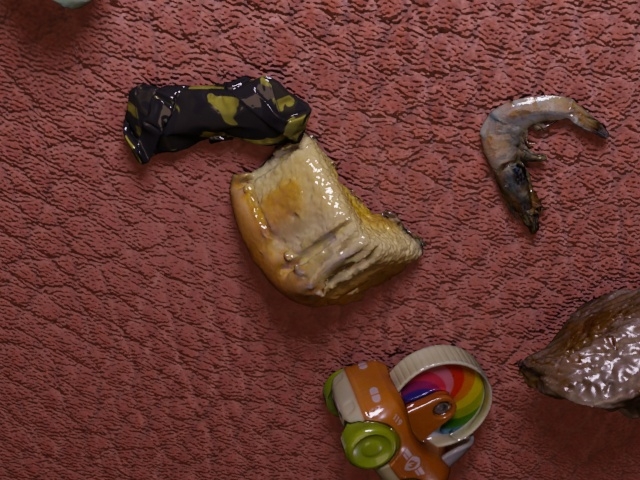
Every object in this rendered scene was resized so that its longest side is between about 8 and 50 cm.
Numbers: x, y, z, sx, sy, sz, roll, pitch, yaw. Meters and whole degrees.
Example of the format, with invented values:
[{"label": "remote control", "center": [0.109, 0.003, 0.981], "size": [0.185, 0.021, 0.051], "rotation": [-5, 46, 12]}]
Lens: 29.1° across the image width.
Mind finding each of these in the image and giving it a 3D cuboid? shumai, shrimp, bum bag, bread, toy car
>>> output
[{"label": "shumai", "center": [0.402, 0.176, 1.591], "size": [0.218, 0.184, 0.185], "rotation": [-38, 106, -15]}, {"label": "shrimp", "center": [0.282, -0.095, 1.497], "size": [0.148, 0.035, 0.195], "rotation": [-17, 123, 13]}, {"label": "bum bag", "center": [-0.125, -0.146, 1.461], "size": [0.233, 0.060, 0.106], "rotation": [-7, 133, 11]}, {"label": "bread", "center": [0.004, 0.008, 1.527], "size": [0.174, 0.133, 0.251], "rotation": [-33, 119, 23]}, {"label": "toy car", "center": [0.139, 0.245, 1.716], "size": [0.235, 0.145, 0.235], "rotation": [-7, 122, -11]}]

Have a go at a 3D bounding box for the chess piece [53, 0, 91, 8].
[{"label": "chess piece", "center": [-0.212, -0.376, 1.261], "size": [0.139, 0.139, 0.272], "rotation": [38, 110, -24]}]
